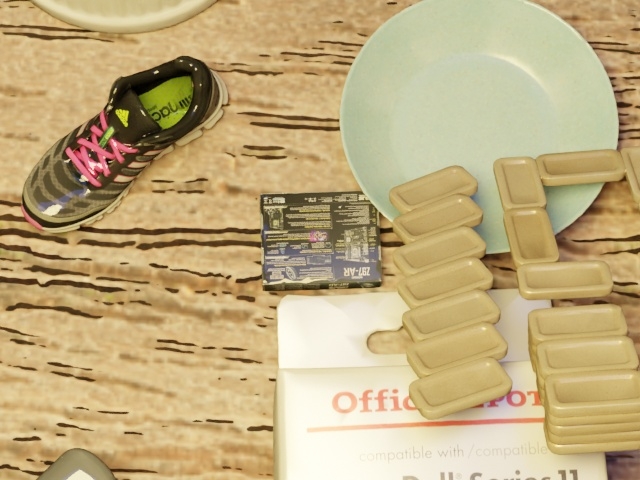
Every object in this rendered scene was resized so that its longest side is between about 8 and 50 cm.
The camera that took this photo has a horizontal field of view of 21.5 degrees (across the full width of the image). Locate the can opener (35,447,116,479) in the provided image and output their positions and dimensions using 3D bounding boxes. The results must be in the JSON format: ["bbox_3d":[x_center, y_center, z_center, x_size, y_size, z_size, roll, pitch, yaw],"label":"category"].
[{"bbox_3d":[-0.255,0.228,1.068,0.095,0.076,0.283,43,76,10],"label":"can opener"}]

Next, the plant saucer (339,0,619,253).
[{"bbox_3d":[0.110,-0.079,1.182,0.195,0.037,0.195,0,74,0],"label":"plant saucer"}]

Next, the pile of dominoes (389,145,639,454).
[{"bbox_3d":[0.145,0.032,1.066,0.196,0.040,0.251,-4,38,0],"label":"pile of dominoes"}]

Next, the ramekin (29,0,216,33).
[{"bbox_3d":[-0.144,-0.261,1.195,0.207,0.109,0.207,0,74,0],"label":"ramekin"}]

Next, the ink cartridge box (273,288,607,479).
[{"bbox_3d":[0.074,0.188,1.060,0.207,0.119,0.354,-3,73,-2],"label":"ink cartridge box"}]

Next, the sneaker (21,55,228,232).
[{"bbox_3d":[-0.137,-0.073,1.157,0.170,0.075,0.063,-36,77,-10],"label":"sneaker"}]

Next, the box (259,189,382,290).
[{"bbox_3d":[0.000,0.000,1.167,0.083,0.018,0.067,-2,74,-2],"label":"box"}]
